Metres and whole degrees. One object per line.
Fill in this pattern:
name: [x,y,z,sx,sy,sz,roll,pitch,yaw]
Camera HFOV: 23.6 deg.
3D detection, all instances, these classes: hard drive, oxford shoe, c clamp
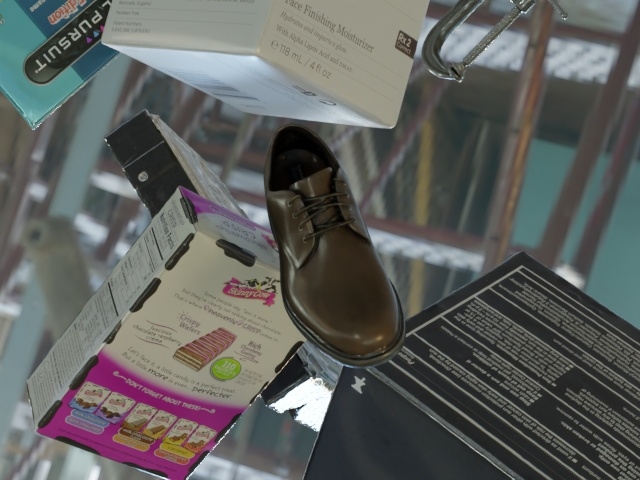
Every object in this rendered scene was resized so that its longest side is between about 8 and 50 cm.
hard drive: [-0.086,0.037,1.609,0.339,0.064,0.237,56,-176,21]
oxford shoe: [0.000,0.000,1.158,0.082,0.227,0.096,-20,140,-9]
c clamp: [0.172,-0.224,1.600,0.022,0.160,0.137,31,-152,-38]

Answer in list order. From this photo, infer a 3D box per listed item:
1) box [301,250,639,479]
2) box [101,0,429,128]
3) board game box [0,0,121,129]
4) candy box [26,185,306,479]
box: [0.194,0.196,1.421,0.296,0.183,0.294,36,-143,25]
box: [-0.043,-0.179,1.234,0.181,0.119,0.181,10,172,41]
board game box: [-0.309,-0.323,1.560,0.336,0.254,0.079,50,175,-13]
candy box: [-0.118,0.085,1.294,0.159,0.233,0.071,27,-157,-35]
